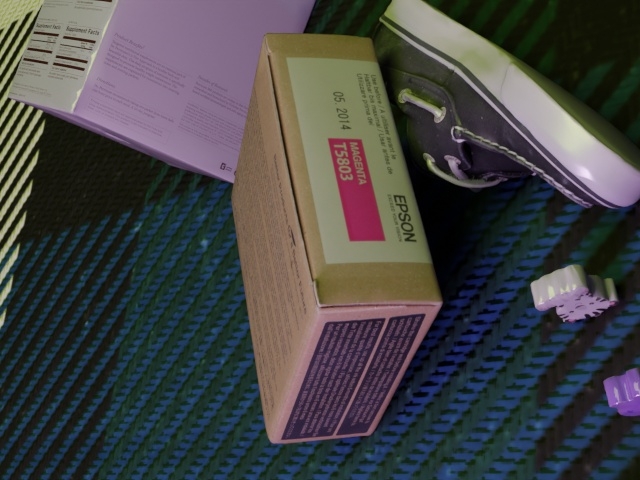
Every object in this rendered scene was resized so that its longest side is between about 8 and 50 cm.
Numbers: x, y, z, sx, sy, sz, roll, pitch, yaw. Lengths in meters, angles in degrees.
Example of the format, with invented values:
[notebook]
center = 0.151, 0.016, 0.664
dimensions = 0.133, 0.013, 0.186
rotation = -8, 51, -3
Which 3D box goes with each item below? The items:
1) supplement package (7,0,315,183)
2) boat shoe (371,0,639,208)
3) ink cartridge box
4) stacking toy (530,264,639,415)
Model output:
[supplement package]
center = -0.146, -0.185, 1.021
dimensions = 0.149, 0.194, 0.203
rotation = 19, 87, 50
[boat shoe]
center = 0.109, -0.082, 0.758
dimensions = 0.102, 0.108, 0.301
rotation = -57, 38, 13
[ink cartridge box]
center = 0.000, 0.000, 0.793
dimensions = 0.193, 0.088, 0.234
rotation = 110, 154, -53
[stacking toy]
center = 0.224, 0.070, 0.606
dimensions = 0.221, 0.052, 0.167
rotation = -27, 56, 36
